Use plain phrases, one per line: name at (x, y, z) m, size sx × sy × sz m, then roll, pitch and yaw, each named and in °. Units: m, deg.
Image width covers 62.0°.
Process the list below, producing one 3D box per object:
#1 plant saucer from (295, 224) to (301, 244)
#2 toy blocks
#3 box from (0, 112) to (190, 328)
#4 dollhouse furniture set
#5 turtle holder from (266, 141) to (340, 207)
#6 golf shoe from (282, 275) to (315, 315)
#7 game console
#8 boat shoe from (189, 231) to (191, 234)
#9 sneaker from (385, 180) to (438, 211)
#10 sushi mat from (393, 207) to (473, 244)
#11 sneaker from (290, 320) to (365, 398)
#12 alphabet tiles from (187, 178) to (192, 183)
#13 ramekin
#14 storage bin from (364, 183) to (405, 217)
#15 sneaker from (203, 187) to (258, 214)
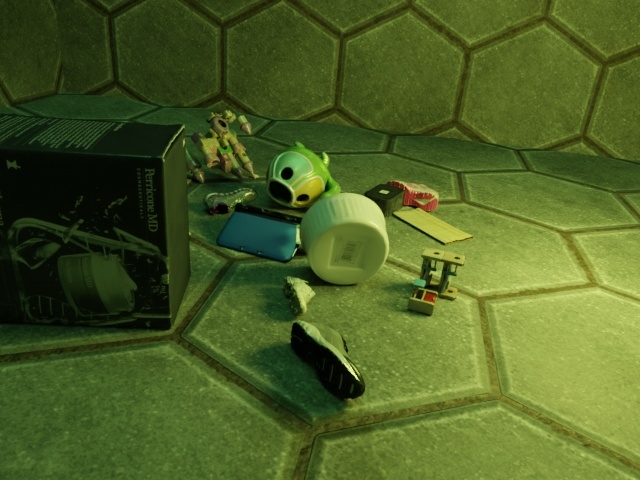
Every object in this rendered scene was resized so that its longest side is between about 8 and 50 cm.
plant saucer at (0.000, 0.000, 1.824) m, size 0.192 × 0.067 × 0.018 m, roll 13°, pitch -24°, yaw -26°
toy blocks at (-0.419, -0.389, 2.404) m, size 0.289 × 0.309 × 0.260 m, roll -20°, pitch 77°, yaw -55°
box at (-0.600, -0.050, 1.377) m, size 0.472 × 0.479 × 0.297 m, roll 2°, pitch 27°, yaw -5°
dollhouse furniture set at (0.350, 0.124, 1.590) m, size 0.129 × 0.129 × 0.183 m, roll 13°, pitch 25°, yaw 16°
turtle holder at (-0.081, -0.228, 2.191) m, size 0.320 × 0.243 × 0.227 m, roll 47°, pitch 49°, yaw -3°
golf shoe at (-0.051, 0.155, 1.530) m, size 0.086 × 0.069 × 0.176 m, roll 4°, pitch 26°, yaw -17°
game console at (-0.181, -0.019, 1.917) m, size 0.293 × 0.173 × 0.250 m, roll 14°, pitch -4°, yaw 18°
boat shoe at (-0.500, -0.041, 1.885) m, size 0.043 × 0.049 × 0.137 m, roll -44°, pitch 41°, yaw -6°
sneaker at (0.406, -0.201, 2.340) m, size 0.252 × 0.102 × 0.111 m, roll 23°, pitch 26°, yaw 21°
sushi mat at (0.445, -0.062, 2.131) m, size 0.152 × 0.019 × 0.316 m, roll -12°, pitch 30°, yaw -31°
sneaker at (0.031, 0.269, 1.267) m, size 0.108 × 0.100 × 0.271 m, roll -4°, pitch 26°, yaw -31°
alphabet tiles at (-0.759, -0.261, 2.340) m, size 0.343 × 0.011 × 0.285 m, roll 8°, pitch 26°, yaw 6°
ramekin at (0.078, 0.005, 1.640) m, size 0.278 × 0.277 × 0.135 m, roll 0°, pitch 34°, yaw -10°
storage bin at (0.268, -0.170, 2.250) m, size 0.122 × 0.084 × 0.180 m, roll 18°, pitch 28°, yaw 26°
sneaker at (-0.348, -0.143, 2.117) m, size 0.224 × 0.083 × 0.098 m, roll -12°, pitch 51°, yaw -23°
